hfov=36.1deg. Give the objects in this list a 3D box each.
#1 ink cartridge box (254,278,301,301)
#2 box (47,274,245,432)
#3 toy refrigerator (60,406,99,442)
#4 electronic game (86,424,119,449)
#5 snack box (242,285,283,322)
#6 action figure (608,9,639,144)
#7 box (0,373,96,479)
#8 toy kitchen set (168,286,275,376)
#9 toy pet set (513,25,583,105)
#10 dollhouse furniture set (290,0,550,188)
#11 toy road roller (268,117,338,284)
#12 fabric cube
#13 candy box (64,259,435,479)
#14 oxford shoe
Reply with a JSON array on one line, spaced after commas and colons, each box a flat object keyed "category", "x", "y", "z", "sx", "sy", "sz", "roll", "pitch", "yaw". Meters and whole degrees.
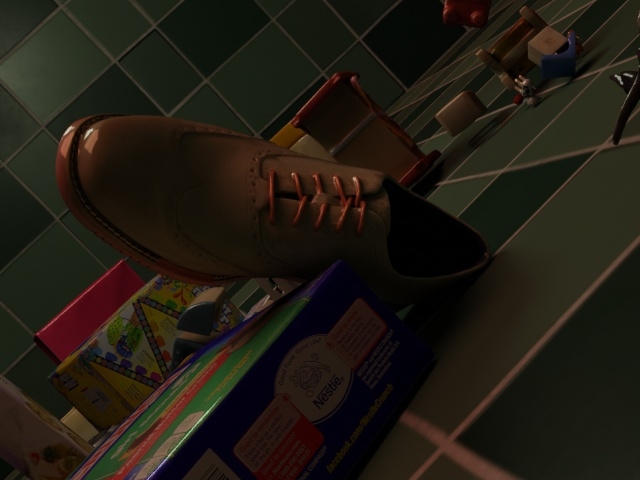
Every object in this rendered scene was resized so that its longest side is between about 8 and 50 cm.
[{"category": "ink cartridge box", "x": -0.013, "y": 0.014, "z": 1.477, "sx": 0.180, "sy": 0.104, "sz": 0.060, "roll": -47, "pitch": 9, "yaw": -27}, {"category": "box", "x": -0.339, "y": 0.210, "z": 1.893, "sx": 0.279, "sy": 0.177, "sz": 0.290, "roll": -46, "pitch": 7, "yaw": -31}, {"category": "toy refrigerator", "x": -0.461, "y": 0.351, "z": 2.089, "sx": 0.269, "sy": 0.094, "sz": 0.102, "roll": -43, "pitch": 6, "yaw": -5}, {"category": "electronic game", "x": -0.429, "y": 0.405, "z": 1.737, "sx": 0.229, "sy": 0.048, "sz": 0.229, "roll": -39, "pitch": 3, "yaw": 2}, {"category": "snack box", "x": -0.111, "y": 0.136, "z": 1.654, "sx": 0.064, "sy": 0.022, "sz": 0.178, "roll": -42, "pitch": 7, "yaw": 24}, {"category": "action figure", "x": 0.306, "y": -0.197, "z": 0.750, "sx": 0.276, "sy": 0.141, "sz": 0.164, "roll": -43, "pitch": 18, "yaw": -13}, {"category": "box", "x": -0.341, "y": 0.226, "z": 1.142, "sx": 0.063, "sy": 0.324, "sz": 0.067, "roll": -50, "pitch": 7, "yaw": -7}, {"category": "toy kitchen set", "x": -0.096, "y": 0.177, "z": 1.137, "sx": 0.122, "sy": 0.166, "sz": 0.207, "roll": -64, "pitch": -15, "yaw": -73}, {"category": "toy pet set", "x": 0.325, "y": -0.236, "z": 1.329, "sx": 0.122, "sy": 0.065, "sz": 0.114, "roll": -42, "pitch": -29, "yaw": -10}, {"category": "dollhouse furniture set", "x": 0.160, "y": -0.237, "z": 1.493, "sx": 0.374, "sy": 0.201, "sz": 0.152, "roll": -44, "pitch": -2, "yaw": 16}, {"category": "toy road roller", "x": -0.016, "y": -0.094, "z": 1.820, "sx": 0.329, "sy": 0.202, "sz": 0.240, "roll": -40, "pitch": -4, "yaw": 36}, {"category": "fabric cube", "x": -0.492, "y": 0.233, "z": 2.323, "sx": 0.258, "sy": 0.259, "sz": 0.254, "roll": -44, "pitch": 5, "yaw": -20}, {"category": "candy box", "x": -0.094, "y": 0.181, "z": 0.818, "sx": 0.268, "sy": 0.122, "sz": 0.317, "roll": -47, "pitch": 7, "yaw": -37}, {"category": "oxford shoe", "x": -0.022, "y": -0.033, "z": 0.824, "sx": 0.146, "sy": 0.397, "sz": 0.140, "roll": -18, "pitch": 66, "yaw": 46}]
